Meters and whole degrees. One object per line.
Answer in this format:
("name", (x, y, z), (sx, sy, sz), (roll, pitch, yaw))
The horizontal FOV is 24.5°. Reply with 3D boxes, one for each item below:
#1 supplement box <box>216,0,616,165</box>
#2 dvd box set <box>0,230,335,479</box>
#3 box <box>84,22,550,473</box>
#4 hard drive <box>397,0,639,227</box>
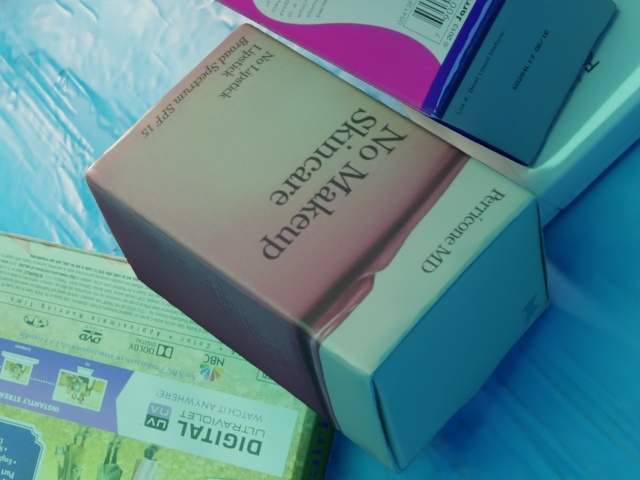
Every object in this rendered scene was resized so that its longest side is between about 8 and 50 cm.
("supplement box", (0.048, -0.148, 0.895), (0.220, 0.114, 0.111), (34, 99, 39))
("dvd box set", (-0.166, 0.218, 0.978), (0.307, 0.062, 0.420), (11, 83, 19))
("box", (0.000, 0.000, 0.879), (0.232, 0.127, 0.148), (33, 69, 29))
("hard drive", (0.183, -0.199, 0.908), (0.353, 0.047, 0.233), (-46, 53, 19))
